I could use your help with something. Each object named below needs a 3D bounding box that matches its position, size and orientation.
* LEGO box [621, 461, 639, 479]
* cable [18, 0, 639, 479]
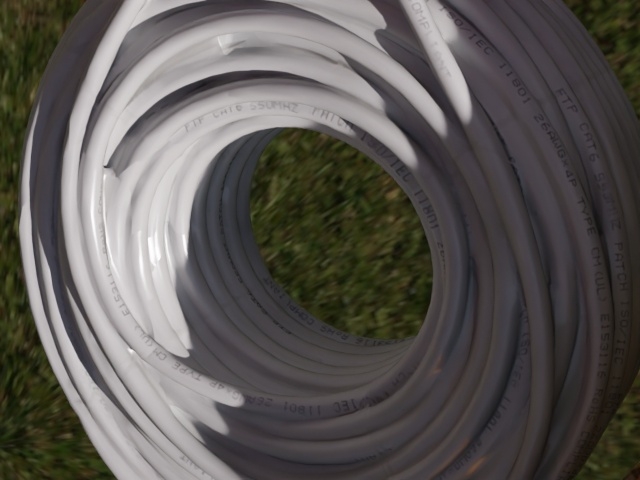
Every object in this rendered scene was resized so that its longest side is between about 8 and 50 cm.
[{"bbox_3d":[0.344,0.047,0.597,0.500,0.372,0.193,-10,49,-48],"label":"LEGO box"},{"bbox_3d":[0.000,0.000,0.624,0.257,0.257,0.089,53,32,3],"label":"cable"}]
